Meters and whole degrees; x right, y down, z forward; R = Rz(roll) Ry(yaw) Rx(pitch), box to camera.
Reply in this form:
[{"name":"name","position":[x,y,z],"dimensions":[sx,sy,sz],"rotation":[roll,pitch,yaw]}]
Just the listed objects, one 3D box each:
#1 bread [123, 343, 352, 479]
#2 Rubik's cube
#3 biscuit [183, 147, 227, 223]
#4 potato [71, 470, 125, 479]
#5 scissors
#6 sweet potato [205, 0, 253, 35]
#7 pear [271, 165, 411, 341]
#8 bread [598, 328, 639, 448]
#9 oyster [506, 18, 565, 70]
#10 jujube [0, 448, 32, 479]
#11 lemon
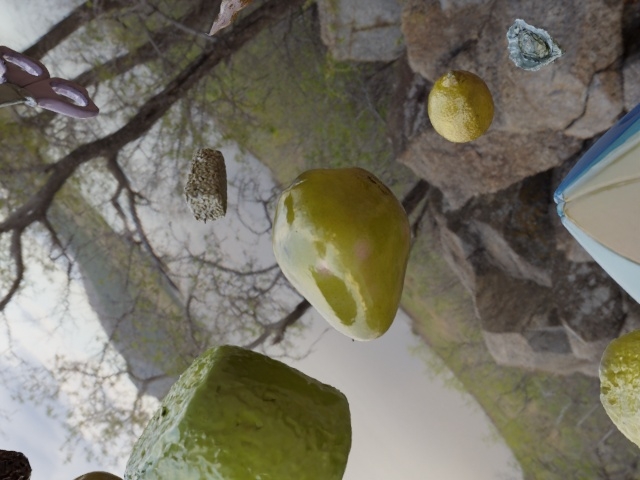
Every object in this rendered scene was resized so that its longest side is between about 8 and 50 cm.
[{"name":"bread","position":[-0.138,0.355,1.091],"dimensions":[0.308,0.348,0.348],"rotation":[33,170,-8]},{"name":"Rubik's cube","position":[0.616,-0.089,0.945],"dimensions":[0.347,0.351,0.352],"rotation":[47,134,6]},{"name":"biscuit","position":[-0.215,-0.109,1.225],"dimensions":[0.168,0.071,0.082],"rotation":[-95,-3,-51]},{"name":"potato","position":[-0.392,0.490,1.102],"dimensions":[0.234,0.146,0.150],"rotation":[-155,44,-76]},{"name":"scissors","position":[-0.272,-0.126,0.558],"dimensions":[0.110,0.021,0.212],"rotation":[32,-159,-10]},{"name":"sweet potato","position":[-0.209,-0.553,1.511],"dimensions":[0.056,0.195,0.056],"rotation":[35,-147,-27]},{"name":"pear","position":[0.040,0.023,1.235],"dimensions":[0.285,0.285,0.336],"rotation":[94,175,-72]},{"name":"bread","position":[0.484,0.201,0.832],"dimensions":[0.197,0.197,0.170],"rotation":[50,160,2]},{"name":"oyster","position":[0.370,-0.343,1.108],"dimensions":[0.100,0.037,0.098],"rotation":[67,155,6]},{"name":"jujube","position":[-0.586,0.411,1.107],"dimensions":[0.104,0.104,0.166],"rotation":[47,-155,15]},{"name":"lemon","position":[0.410,-0.391,1.862],"dimensions":[0.188,0.188,0.256],"rotation":[36,164,49]}]
